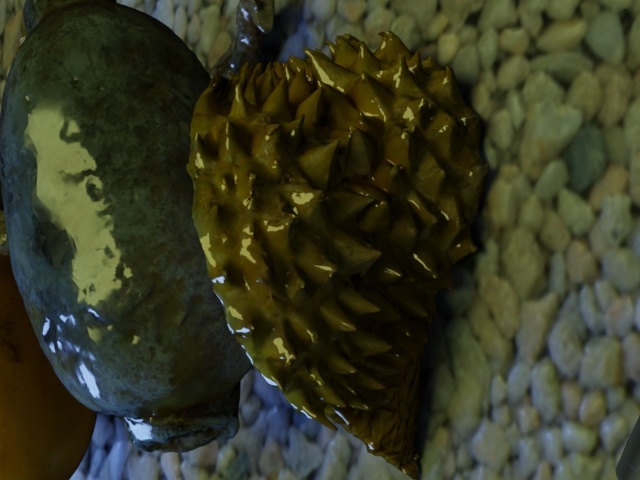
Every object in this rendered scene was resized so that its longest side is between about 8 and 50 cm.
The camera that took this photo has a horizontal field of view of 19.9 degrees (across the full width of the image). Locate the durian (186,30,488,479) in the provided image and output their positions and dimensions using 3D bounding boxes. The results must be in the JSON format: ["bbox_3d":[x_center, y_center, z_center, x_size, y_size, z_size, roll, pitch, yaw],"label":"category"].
[{"bbox_3d":[-0.008,-0.012,1.147,0.185,0.195,0.305,-24,61,41],"label":"durian"}]

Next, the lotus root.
[{"bbox_3d":[-0.132,-0.030,1.235,0.175,0.175,0.350,-29,74,46],"label":"lotus root"}]

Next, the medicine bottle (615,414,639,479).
[{"bbox_3d":[0.194,0.104,0.958,0.057,0.057,0.199,41,115,49],"label":"medicine bottle"}]

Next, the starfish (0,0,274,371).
[{"bbox_3d":[-0.130,-0.057,1.383,0.375,0.094,0.327,41,100,32],"label":"starfish"}]

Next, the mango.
[{"bbox_3d":[-0.253,0.108,1.460,0.126,0.154,0.252,-40,45,26],"label":"mango"}]

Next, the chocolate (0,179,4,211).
[{"bbox_3d":[-0.394,-0.006,1.661,0.206,0.177,0.224,45,119,48],"label":"chocolate"}]
